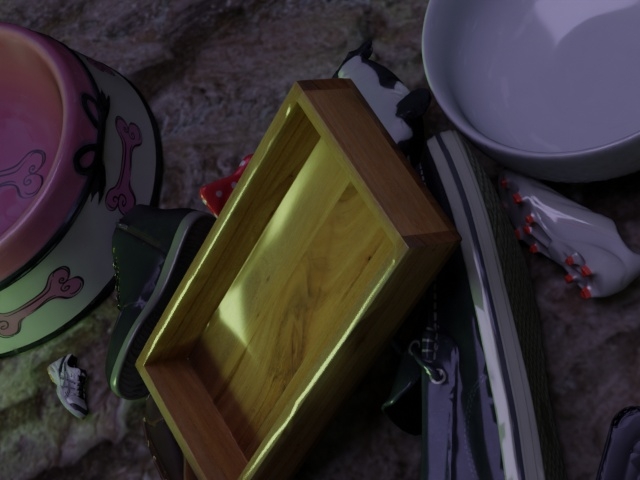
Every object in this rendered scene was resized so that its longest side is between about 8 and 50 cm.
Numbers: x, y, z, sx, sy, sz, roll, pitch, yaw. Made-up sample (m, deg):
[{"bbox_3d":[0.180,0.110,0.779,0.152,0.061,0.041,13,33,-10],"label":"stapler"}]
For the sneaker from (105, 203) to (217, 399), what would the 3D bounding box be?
[{"bbox_3d":[-0.195,0.066,1.923,0.118,0.083,0.222,10,70,42],"label":"sneaker"}]

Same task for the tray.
[{"bbox_3d":[-0.033,0.063,1.668,0.203,0.076,0.411,57,135,28],"label":"tray"}]

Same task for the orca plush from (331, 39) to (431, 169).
[{"bbox_3d":[0.058,-0.098,1.846,0.151,0.102,0.287,-35,27,1],"label":"orca plush"}]

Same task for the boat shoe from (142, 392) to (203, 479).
[{"bbox_3d":[-0.130,0.238,1.806,0.073,0.073,0.207,-58,42,37],"label":"boat shoe"}]

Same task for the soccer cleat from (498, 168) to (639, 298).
[{"bbox_3d":[0.249,-0.011,1.759,0.076,0.068,0.196,-22,45,-21],"label":"soccer cleat"}]

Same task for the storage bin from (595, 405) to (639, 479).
[{"bbox_3d":[0.312,0.252,1.577,0.122,0.084,0.180,8,68,28],"label":"storage bin"}]

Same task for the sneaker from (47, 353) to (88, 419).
[{"bbox_3d":[-0.272,0.159,1.928,0.037,0.032,0.083,-36,56,5],"label":"sneaker"}]

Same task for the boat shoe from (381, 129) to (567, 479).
[{"bbox_3d":[0.133,0.126,1.665,0.156,0.187,0.500,-14,67,16],"label":"boat shoe"}]

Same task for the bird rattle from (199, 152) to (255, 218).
[{"bbox_3d":[0.000,0.000,1.857,0.207,0.143,0.253,-21,44,1],"label":"bird rattle"}]

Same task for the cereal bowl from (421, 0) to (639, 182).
[{"bbox_3d":[0.282,-0.202,1.786,0.339,0.141,0.339,-10,61,20],"label":"cereal bowl"}]

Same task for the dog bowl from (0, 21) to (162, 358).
[{"bbox_3d":[-0.398,-0.074,2.035,0.408,0.150,0.408,-11,60,20],"label":"dog bowl"}]
